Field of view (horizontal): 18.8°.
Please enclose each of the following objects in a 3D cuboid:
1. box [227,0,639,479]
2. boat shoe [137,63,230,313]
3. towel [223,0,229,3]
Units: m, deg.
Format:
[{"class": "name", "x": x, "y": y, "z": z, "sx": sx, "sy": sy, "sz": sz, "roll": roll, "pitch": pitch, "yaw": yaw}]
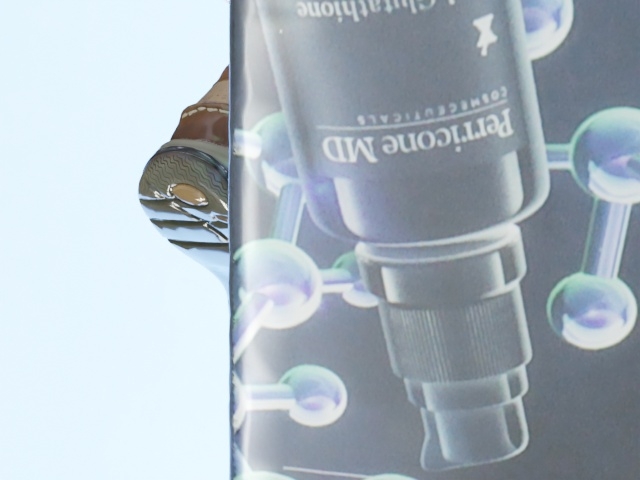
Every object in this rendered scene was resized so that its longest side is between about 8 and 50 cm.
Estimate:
[{"class": "box", "x": 0.126, "y": -0.097, "z": 0.658, "sx": 0.212, "sy": 0.293, "sz": 0.396, "roll": -76, "pitch": -11, "yaw": -60}, {"class": "boat shoe", "x": 0.000, "y": 0.000, "z": 1.222, "sx": 0.120, "sy": 0.122, "sz": 0.324, "roll": -66, "pitch": -27, "yaw": -20}, {"class": "towel", "x": -0.061, "y": -0.200, "z": 1.080, "sx": 0.197, "sy": 0.144, "sz": 0.029, "roll": -44, "pitch": -16, "yaw": -51}]
